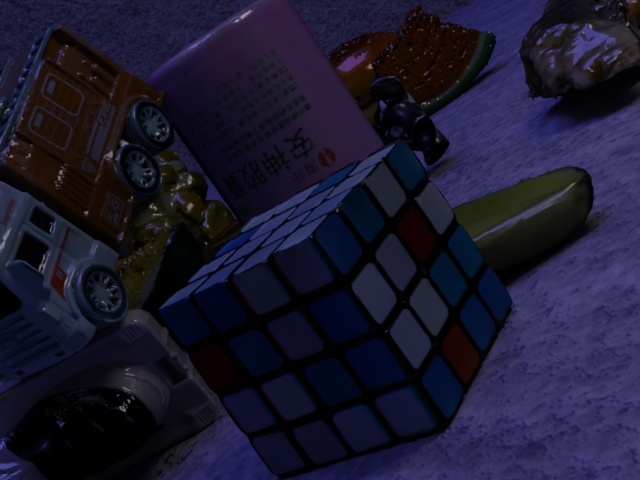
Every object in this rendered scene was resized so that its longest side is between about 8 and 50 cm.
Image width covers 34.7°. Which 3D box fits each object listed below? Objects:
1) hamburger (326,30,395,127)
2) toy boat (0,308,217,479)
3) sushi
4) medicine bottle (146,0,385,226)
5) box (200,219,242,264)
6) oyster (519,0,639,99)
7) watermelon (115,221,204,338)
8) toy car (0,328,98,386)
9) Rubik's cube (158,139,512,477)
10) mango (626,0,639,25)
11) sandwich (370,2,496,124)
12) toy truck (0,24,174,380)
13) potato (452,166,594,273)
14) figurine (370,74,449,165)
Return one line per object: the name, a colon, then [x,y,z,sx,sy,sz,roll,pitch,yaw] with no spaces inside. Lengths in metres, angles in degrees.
hamburger: [0.091,-0.310,1.977,0.246,0.170,0.246,-34,12,9]
toy boat: [-0.229,0.180,0.906,0.269,0.141,0.141,-36,11,1]
sushi: [-0.314,-0.039,1.603,0.285,0.328,0.328,-39,6,6]
medicine bottle: [-0.034,-0.097,1.086,0.178,0.290,0.178,-32,11,7]
box: [-0.050,-0.035,1.457,0.159,0.071,0.240,-27,12,43]
oyster: [0.305,-0.234,1.176,0.166,0.110,0.341,-25,13,35]
watermelon: [-0.246,0.080,1.316,0.123,0.129,0.301,-3,-15,-45]
toy car: [-0.329,0.145,1.143,0.204,0.198,0.248,-25,14,37]
Rubik's cube: [0.014,0.046,0.707,0.155,0.151,0.154,-25,15,36]
mango: [0.416,-0.306,1.345,0.060,0.046,0.089,-20,5,46]
sandwich: [0.170,-0.288,1.725,0.235,0.159,0.079,-53,15,6]
toy truck: [-0.249,-0.042,0.913,0.136,0.162,0.305,-26,40,33]
potato: [0.129,0.003,0.820,0.198,0.054,0.119,-26,12,15]
figurine: [0.035,-0.114,1.308,0.222,0.145,0.145,-35,11,9]
